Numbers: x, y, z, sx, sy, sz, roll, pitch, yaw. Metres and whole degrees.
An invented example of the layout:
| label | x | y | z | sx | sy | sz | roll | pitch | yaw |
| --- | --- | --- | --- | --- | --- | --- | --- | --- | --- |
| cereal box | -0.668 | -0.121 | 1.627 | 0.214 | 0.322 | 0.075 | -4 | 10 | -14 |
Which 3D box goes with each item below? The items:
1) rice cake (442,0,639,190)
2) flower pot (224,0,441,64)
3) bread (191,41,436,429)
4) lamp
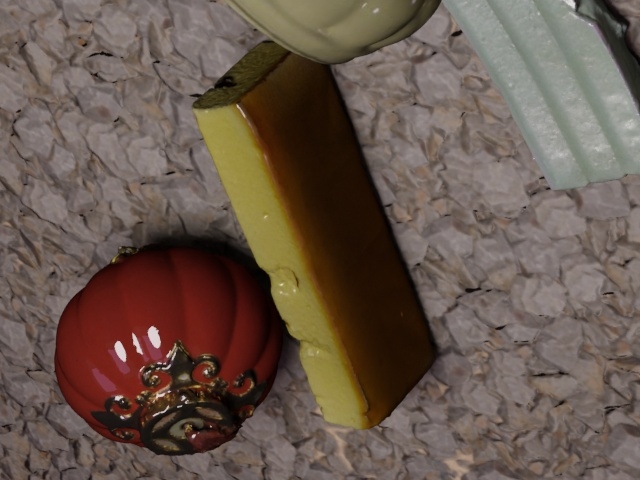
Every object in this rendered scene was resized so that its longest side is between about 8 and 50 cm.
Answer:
| label | x | y | z | sx | sy | sz | roll | pitch | yaw |
| --- | --- | --- | --- | --- | --- | --- | --- | --- | --- |
| rice cake | 0.195 | -0.148 | 1.525 | 0.127 | 0.043 | 0.237 | -15 | 115 | 37 |
| flower pot | 0.025 | -0.305 | 1.352 | 0.244 | 0.307 | 0.307 | -36 | 102 | 24 |
| bread | 0.000 | 0.000 | 1.680 | 0.077 | 0.138 | 0.361 | -4 | 121 | 33 |
| lamp | -0.146 | 0.111 | 1.793 | 0.227 | 0.227 | 0.227 | 15 | 129 | 19 |
